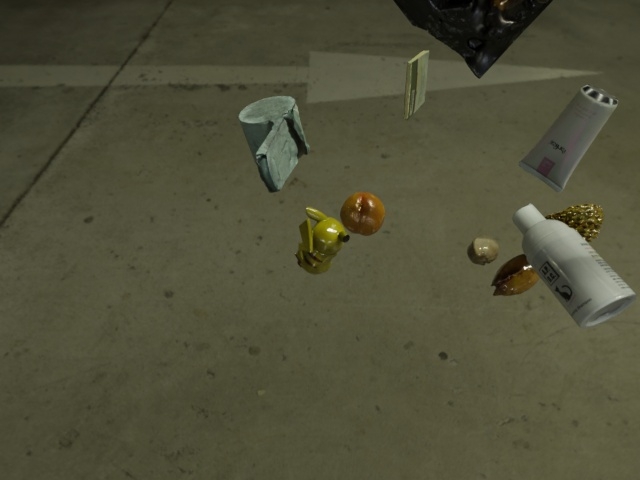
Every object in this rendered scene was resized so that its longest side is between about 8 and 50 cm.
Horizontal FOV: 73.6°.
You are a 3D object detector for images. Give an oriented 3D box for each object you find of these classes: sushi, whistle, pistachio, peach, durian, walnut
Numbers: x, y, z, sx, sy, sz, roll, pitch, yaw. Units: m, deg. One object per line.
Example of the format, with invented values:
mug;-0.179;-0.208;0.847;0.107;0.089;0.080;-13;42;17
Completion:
sushi;0.291;-0.460;0.719;0.227;0.212;0.215;42;65;-3
whistle;-0.127;-0.307;1.319;0.188;0.168;0.404;-20;39;-4
pistachio;0.666;0.037;1.754;0.125;0.124;0.185;21;27;19
peach;0.128;-0.084;1.303;0.138;0.138;0.138;0;46;0
durian;0.934;-0.062;1.558;0.182;0.165;0.132;30;6;-12
walnut;0.783;0.140;1.700;0.245;0.137;0.137;-37;53;-4

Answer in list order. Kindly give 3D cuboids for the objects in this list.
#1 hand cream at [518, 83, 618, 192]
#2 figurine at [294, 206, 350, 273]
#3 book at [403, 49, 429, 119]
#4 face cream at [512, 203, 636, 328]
hand cream;0.842;-0.347;1.459;0.118;0.358;0.185;-29;61;-36
figurine;-0.003;0.005;1.802;0.218;0.326;0.169;42;39;13
book;0.355;-0.576;1.573;0.026;0.201;0.289;10;32;21
face cream;0.619;0.037;1.119;0.146;0.145;0.369;-14;51;-13
